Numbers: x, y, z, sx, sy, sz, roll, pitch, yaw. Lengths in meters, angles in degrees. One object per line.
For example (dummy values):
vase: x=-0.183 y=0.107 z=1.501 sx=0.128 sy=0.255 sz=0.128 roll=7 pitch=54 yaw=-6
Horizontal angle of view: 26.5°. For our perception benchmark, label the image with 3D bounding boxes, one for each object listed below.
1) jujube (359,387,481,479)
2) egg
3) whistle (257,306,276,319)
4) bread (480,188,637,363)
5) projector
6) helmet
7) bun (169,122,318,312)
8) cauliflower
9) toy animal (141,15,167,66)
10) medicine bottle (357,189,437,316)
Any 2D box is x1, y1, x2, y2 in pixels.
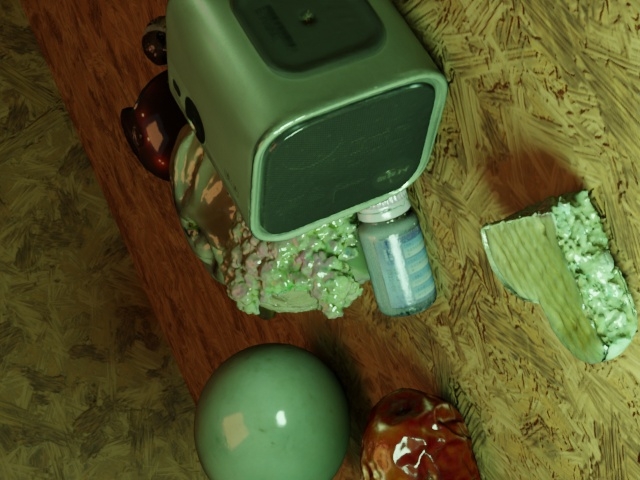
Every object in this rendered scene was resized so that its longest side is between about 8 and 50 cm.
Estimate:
jujube: x=0.137 y=0.329 z=1.896 sx=0.174 sy=0.174 sz=0.250 roll=36 pitch=148 yaw=60
egg: x=-0.085 y=0.329 z=2.384 sx=0.276 sy=0.276 sz=0.389 roll=61 pitch=164 yaw=21
whistle: x=-0.089 y=0.047 z=2.426 sx=0.326 sy=0.057 sz=0.068 roll=103 pitch=145 yaw=-62
bread: x=0.242 y=0.016 z=1.374 sx=0.232 sy=0.064 sz=0.173 roll=48 pitch=154 yaw=45
projector: x=-0.022 y=-0.182 z=1.615 sx=0.249 sy=0.248 sz=0.249 roll=59 pitch=160 yaw=27
helmet: x=-0.234 y=-0.197 z=2.347 sx=0.193 sy=0.189 sz=0.216 roll=48 pitch=147 yaw=42
bun: x=-0.110 y=-0.051 z=2.108 sx=0.360 sy=0.211 sz=0.360 roll=54 pitch=158 yaw=34
cauliflower: x=0.000 y=0.000 z=1.877 sx=0.239 sy=0.315 sz=0.256 roll=1 pitch=70 yaw=48
toy animal: x=-0.282 y=-0.362 z=2.448 sx=0.137 sy=0.098 sz=0.098 roll=39 pitch=147 yaw=58
medicine bottle: x=0.091 y=-0.005 z=1.770 sx=0.083 sy=0.083 sz=0.203 roll=32 pitch=141 yaw=63
